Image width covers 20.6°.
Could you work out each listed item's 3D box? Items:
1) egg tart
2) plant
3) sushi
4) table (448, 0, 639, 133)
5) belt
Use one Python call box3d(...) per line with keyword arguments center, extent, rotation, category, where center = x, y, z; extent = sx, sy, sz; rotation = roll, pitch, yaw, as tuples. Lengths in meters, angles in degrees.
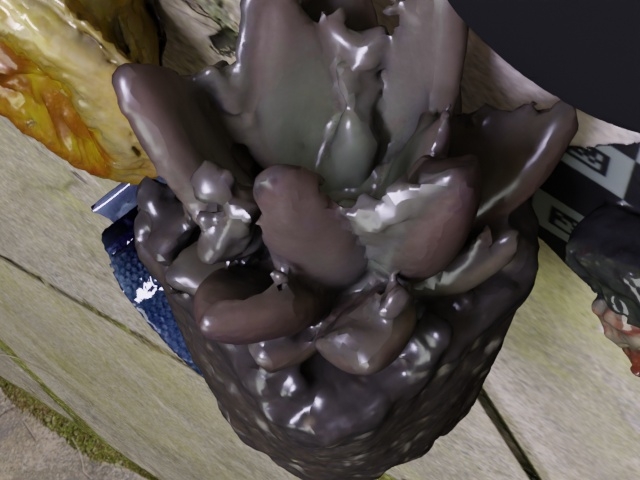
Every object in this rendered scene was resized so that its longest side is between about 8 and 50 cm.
box3d(center=(-0.171, -0.128, 1.046), extent=(0.241, 0.106, 0.241), rotation=(33, 166, 9), category="egg tart")
box3d(center=(0.000, 0.000, 0.838), extent=(0.181, 0.194, 0.320), rotation=(42, 161, 23), category="plant")
box3d(center=(0.181, 0.044, 0.855), extent=(0.219, 0.047, 0.231), rotation=(43, 164, -19), category="sushi")
box3d(center=(0.100, -0.095, 0.636), extent=(0.133, 0.043, 0.133), rotation=(35, 165, 10), category="table")
box3d(center=(-0.038, 0.031, 1.200), extent=(0.218, 0.128, 0.122), rotation=(48, -169, -39), category="belt")
